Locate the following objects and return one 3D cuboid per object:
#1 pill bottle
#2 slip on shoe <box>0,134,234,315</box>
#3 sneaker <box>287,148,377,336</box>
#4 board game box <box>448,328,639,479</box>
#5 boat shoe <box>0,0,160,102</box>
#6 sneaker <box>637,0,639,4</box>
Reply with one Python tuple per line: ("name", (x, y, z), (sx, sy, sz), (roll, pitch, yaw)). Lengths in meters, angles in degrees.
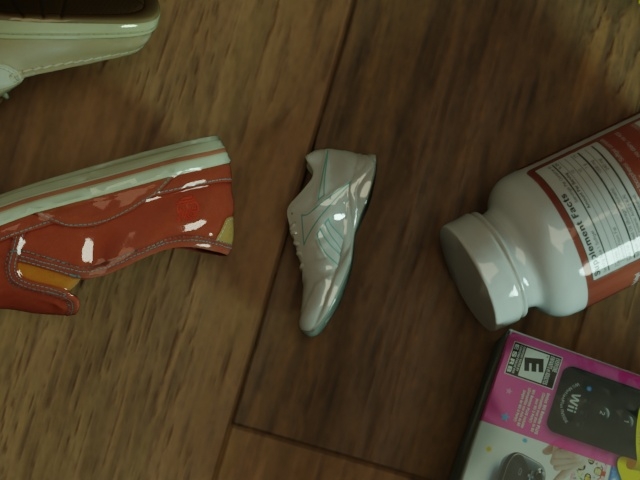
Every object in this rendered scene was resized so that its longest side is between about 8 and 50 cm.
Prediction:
("pill bottle", (0.208, -0.015, 1.286), (0.216, 0.121, 0.121), (-25, 90, -9))
("slip on shoe", (-0.215, 0.013, 1.227), (0.331, 0.123, 0.101), (-18, 93, -14))
("sneaker", (0.000, 0.000, 1.293), (0.061, 0.054, 0.152), (14, 78, 2))
("board game box", (0.247, 0.223, 1.258), (0.303, 0.097, 0.224), (19, 78, 1))
("boat shoe", (-0.271, -0.146, 1.242), (0.302, 0.109, 0.098), (-5, 126, -9))
("sneaker", (0.203, -0.246, 1.331), (0.175, 0.064, 0.067), (33, 118, 7))
